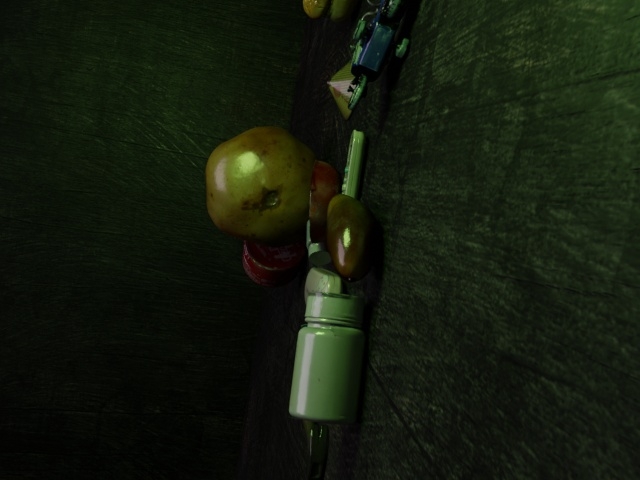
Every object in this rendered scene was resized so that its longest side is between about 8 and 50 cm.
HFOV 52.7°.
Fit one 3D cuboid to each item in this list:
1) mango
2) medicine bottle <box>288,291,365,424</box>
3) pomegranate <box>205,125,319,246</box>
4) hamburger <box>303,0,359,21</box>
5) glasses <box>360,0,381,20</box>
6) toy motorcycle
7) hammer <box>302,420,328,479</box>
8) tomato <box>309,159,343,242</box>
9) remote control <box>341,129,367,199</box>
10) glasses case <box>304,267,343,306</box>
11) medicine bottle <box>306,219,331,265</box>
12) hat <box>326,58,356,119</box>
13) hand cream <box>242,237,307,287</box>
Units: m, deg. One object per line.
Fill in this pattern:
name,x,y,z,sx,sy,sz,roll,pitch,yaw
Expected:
mango,0.066,-0.017,1.369,0.267,0.111,0.133,-99,4,-56
medicine bottle,0.018,0.240,1.332,0.143,0.143,0.258,146,131,-77
pomegranate,-0.185,-0.171,2.146,0.417,0.417,0.416,-171,90,-80
hamburger,0.051,-0.834,1.987,0.314,0.170,0.289,127,147,-68
glasses,0.155,-0.556,1.577,0.104,0.063,0.140,45,130,50
toy motorcycle,0.127,-0.441,1.412,0.169,0.113,0.315,-80,13,-61
hammer,-0.037,0.476,1.729,0.440,0.044,0.168,-114,33,-71
tomato,0.018,-0.100,1.700,0.225,0.085,0.225,5,-90,-83
remote control,0.082,-0.164,1.608,0.078,0.042,0.221,-127,46,-86
glasses case,0.006,0.136,1.685,0.297,0.075,0.113,-167,84,-81
medicine bottle,0.000,0.000,1.819,0.080,0.080,0.130,110,165,-49
hat,0.058,-0.453,1.881,0.193,0.082,0.193,-170,90,-80
hand cream,-0.169,0.047,2.328,0.149,0.230,0.230,111,164,-55
